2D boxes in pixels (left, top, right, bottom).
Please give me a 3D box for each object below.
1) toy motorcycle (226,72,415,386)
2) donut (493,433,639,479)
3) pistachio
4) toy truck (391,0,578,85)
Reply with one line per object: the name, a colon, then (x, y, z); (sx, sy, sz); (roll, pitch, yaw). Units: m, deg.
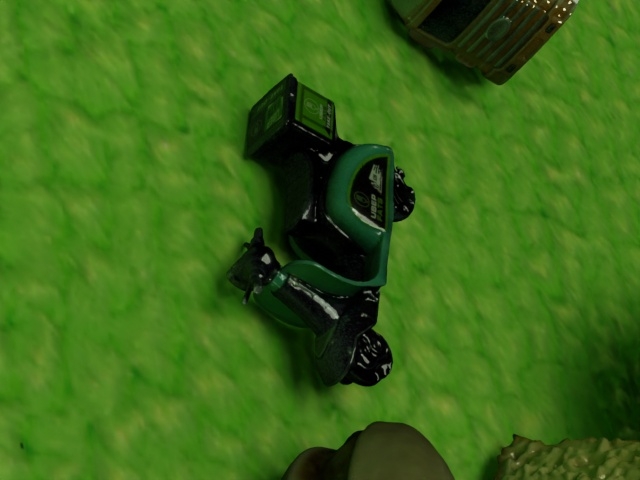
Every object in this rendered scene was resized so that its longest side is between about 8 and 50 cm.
toy motorcycle: (0.000, 0.000, 0.965); (0.100, 0.058, 0.173); (27, 46, -26)
donut: (0.147, 0.222, 0.917); (0.151, 0.112, 0.295); (57, 30, -15)
pistachio: (0.027, 0.151, 0.854); (0.113, 0.113, 0.149); (42, 33, -22)
toy truck: (0.102, -0.236, 1.204); (0.140, 0.108, 0.257); (24, 46, -20)
